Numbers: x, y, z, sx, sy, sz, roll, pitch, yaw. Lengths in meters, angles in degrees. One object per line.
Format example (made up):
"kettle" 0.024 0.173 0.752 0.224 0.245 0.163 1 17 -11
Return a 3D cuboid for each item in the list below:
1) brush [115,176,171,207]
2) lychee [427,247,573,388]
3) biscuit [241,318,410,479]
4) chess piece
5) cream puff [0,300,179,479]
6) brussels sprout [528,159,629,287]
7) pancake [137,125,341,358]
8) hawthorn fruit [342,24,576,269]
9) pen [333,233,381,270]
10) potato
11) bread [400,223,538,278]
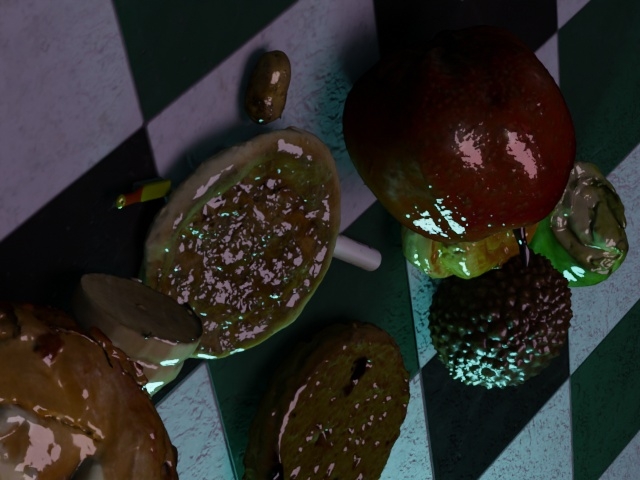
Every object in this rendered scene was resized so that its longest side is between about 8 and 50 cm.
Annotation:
"brush" -0.183 -0.048 1.711 0.083 0.021 0.019 -22 131 -54
"lychee" 0.237 0.102 2.278 0.200 0.238 0.200 0 90 -18
"biscuit" 0.006 0.229 2.130 0.296 0.075 0.296 -33 134 -42
"chess piece" -0.242 0.185 1.725 0.137 0.137 0.301 0 123 -55
"cream puff" -0.295 0.224 1.530 0.350 0.228 0.350 14 67 -36
"brussels sprout" 0.350 -0.022 2.395 0.131 0.145 0.183 -22 90 -16
"pancake" -0.082 0.005 1.836 0.282 0.049 0.282 -22 130 -29
"hawthorn fruit" 0.173 -0.089 1.941 0.254 0.254 0.300 -36 111 -37
"pen" 0.000 0.000 2.000 0.269 0.033 0.033 22 94 -58
"potato" -0.056 -0.161 1.797 0.051 0.040 0.083 -29 137 -60
"bread" 0.196 -0.052 2.163 0.236 0.120 0.198 -28 136 -42
